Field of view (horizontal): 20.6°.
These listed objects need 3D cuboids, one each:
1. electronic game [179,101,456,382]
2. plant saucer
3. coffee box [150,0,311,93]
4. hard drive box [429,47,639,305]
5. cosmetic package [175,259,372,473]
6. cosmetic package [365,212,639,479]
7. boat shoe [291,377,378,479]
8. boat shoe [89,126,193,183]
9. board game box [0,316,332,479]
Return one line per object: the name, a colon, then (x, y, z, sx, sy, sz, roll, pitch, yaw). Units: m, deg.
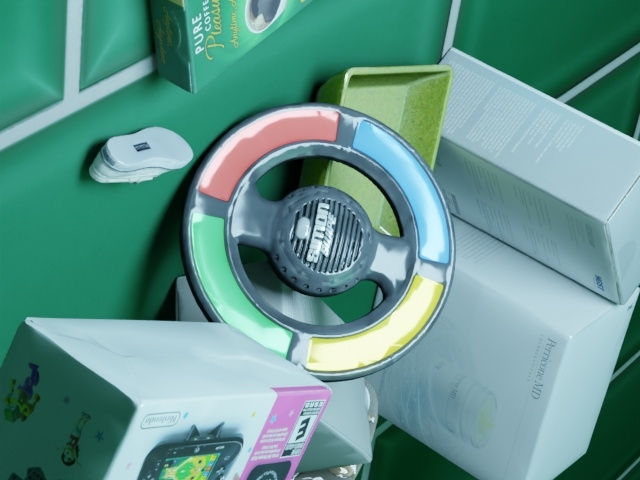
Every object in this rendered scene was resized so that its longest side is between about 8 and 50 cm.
electronic game: (0.000, 0.000, 1.411, 0.229, 0.229, 0.048, -49, -176, -20)
plant saucer: (0.038, -0.068, 1.556, 0.188, 0.045, 0.188, -10, 116, -57)
coffee box: (-0.050, -0.202, 1.292, 0.184, 0.040, 0.113, -43, 149, -31)
hard drive box: (0.207, -0.059, 1.677, 0.089, 0.232, 0.181, -52, 154, -14)
cosmetic package: (-0.036, 0.116, 1.529, 0.238, 0.107, 0.127, 54, 28, -63)
cosmetic package: (0.174, 0.107, 1.802, 0.138, 0.225, 0.224, -31, 142, -44)
boat shoe: (-0.077, 0.262, 1.670, 0.355, 0.132, 0.130, -50, 178, -23)
boat shoe: (-0.135, -0.059, 1.310, 0.035, 0.035, 0.100, -41, 168, 29)
board game box: (-0.137, 0.198, 1.011, 0.224, 0.097, 0.303, 7, 112, -62)
